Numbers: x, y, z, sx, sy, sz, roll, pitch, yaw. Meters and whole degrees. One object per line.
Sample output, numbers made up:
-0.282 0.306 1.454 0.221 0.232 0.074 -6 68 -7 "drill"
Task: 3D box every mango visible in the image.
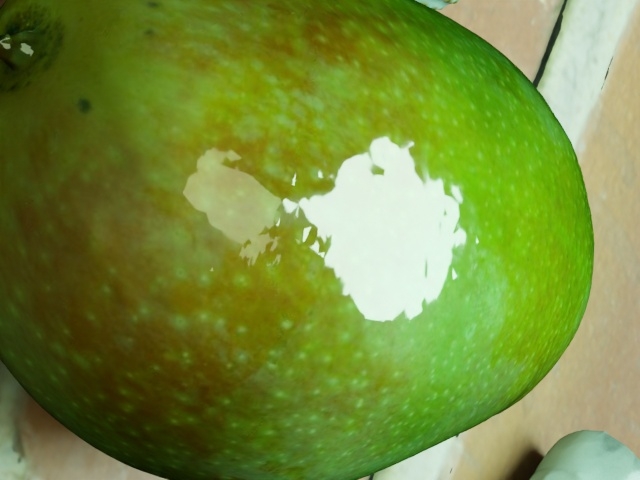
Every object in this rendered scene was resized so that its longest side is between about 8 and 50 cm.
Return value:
0.000 0.000 0.809 0.382 0.201 0.225 17 63 -52 "mango"

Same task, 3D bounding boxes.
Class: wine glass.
0.108 0.172 0.982 0.155 0.073 0.073 -39 113 -32 "wine glass"

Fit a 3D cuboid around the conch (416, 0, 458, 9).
0.033 -0.169 0.908 0.135 0.102 0.153 43 61 -15 "conch"
